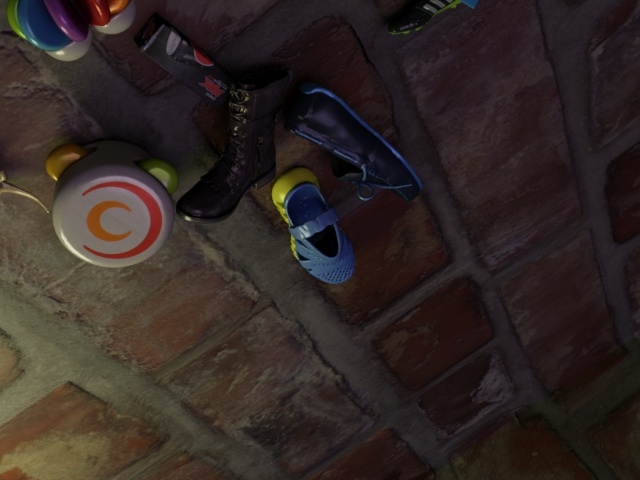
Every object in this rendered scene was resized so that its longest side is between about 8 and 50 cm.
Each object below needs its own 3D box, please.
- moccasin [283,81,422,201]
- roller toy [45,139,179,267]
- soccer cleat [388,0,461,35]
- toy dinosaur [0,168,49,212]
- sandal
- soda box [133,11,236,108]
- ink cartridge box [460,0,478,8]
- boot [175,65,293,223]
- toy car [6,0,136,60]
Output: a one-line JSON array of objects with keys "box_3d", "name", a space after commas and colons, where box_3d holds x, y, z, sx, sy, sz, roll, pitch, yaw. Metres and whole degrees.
[{"box_3d": [0.057, -0.168, 1.290, 0.342, 0.137, 0.117, 36, 91, -30], "name": "moccasin"}, {"box_3d": [-0.353, -0.065, 1.127, 0.209, 0.146, 0.191, 0, 120, -19], "name": "roller toy"}, {"box_3d": [0.191, -0.429, 1.189, 0.179, 0.060, 0.072, -32, 126, -10], "name": "soccer cleat"}, {"box_3d": [-0.535, -0.096, 1.079, 0.183, 0.053, 0.093, 5, 140, -23], "name": "toy dinosaur"}, {"box_3d": [0.000, 0.000, 1.385, 0.126, 0.138, 0.317, -34, 137, -2], "name": "sandal"}, {"box_3d": [-0.215, -0.289, 1.079, 0.060, 0.053, 0.169, -45, 135, 12], "name": "soda box"}, {"box_3d": [0.188, -0.531, 0.970, 0.198, 0.197, 0.270, 13, 120, -37], "name": "ink cartridge box"}, {"box_3d": [-0.148, -0.171, 1.138, 0.263, 0.091, 0.229, -44, 156, -41], "name": "boot"}, {"box_3d": [-0.344, -0.329, 0.914, 0.182, 0.136, 0.159, -32, 136, -2], "name": "toy car"}]
